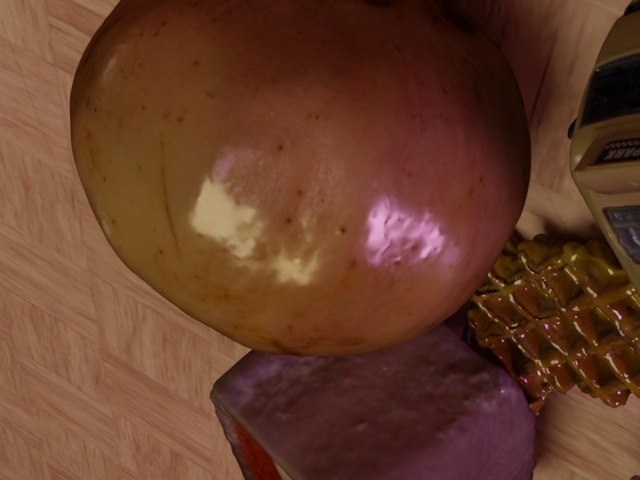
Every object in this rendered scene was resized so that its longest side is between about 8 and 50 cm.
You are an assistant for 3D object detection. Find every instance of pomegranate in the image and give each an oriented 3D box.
[{"bbox_3d":[-0.009,-0.086,0.900,0.338,0.338,0.338,27,147,19],"label":"pomegranate"}]

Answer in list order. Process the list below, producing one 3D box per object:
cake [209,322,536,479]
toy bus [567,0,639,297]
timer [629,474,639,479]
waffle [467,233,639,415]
[{"bbox_3d":[0.059,0.219,1.237,0.237,0.230,0.309,43,161,34],"label":"cake"},{"bbox_3d":[0.308,0.010,0.775,0.177,0.202,0.365,-5,128,51],"label":"toy bus"},{"bbox_3d":[0.384,0.354,1.132,0.315,0.290,0.291,60,149,7],"label":"timer"},{"bbox_3d":[0.257,0.096,1.074,0.293,0.069,0.260,19,142,35],"label":"waffle"}]
